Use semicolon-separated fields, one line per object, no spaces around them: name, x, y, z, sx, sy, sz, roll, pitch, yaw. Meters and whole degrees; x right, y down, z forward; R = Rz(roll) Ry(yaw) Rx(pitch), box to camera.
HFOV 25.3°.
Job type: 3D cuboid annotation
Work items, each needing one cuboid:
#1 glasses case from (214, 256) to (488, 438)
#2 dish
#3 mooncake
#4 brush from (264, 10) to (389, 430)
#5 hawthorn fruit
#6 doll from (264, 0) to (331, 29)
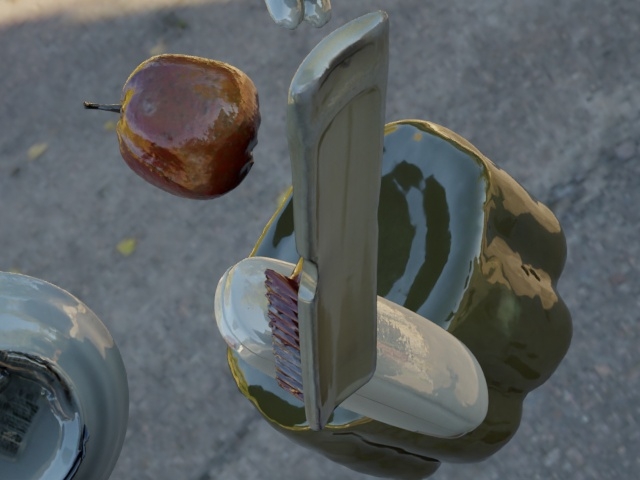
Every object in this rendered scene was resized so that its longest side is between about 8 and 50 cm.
glasses case;0.023;0.070;0.924;0.051;0.204;0.081;-46;31;37
dish;-0.337;0.192;1.469;0.316;0.316;0.106;-48;19;-11
mooncake;0.091;0.066;1.513;0.378;0.200;0.378;-29;46;35
brush;0.000;0.000;0.705;0.050;0.321;0.060;38;66;21
hawthorn fruit;-0.160;-0.127;1.535;0.194;0.157;0.157;15;54;3
doll;0.002;-0.112;0.505;0.085;0.058;0.040;-37;63;36
